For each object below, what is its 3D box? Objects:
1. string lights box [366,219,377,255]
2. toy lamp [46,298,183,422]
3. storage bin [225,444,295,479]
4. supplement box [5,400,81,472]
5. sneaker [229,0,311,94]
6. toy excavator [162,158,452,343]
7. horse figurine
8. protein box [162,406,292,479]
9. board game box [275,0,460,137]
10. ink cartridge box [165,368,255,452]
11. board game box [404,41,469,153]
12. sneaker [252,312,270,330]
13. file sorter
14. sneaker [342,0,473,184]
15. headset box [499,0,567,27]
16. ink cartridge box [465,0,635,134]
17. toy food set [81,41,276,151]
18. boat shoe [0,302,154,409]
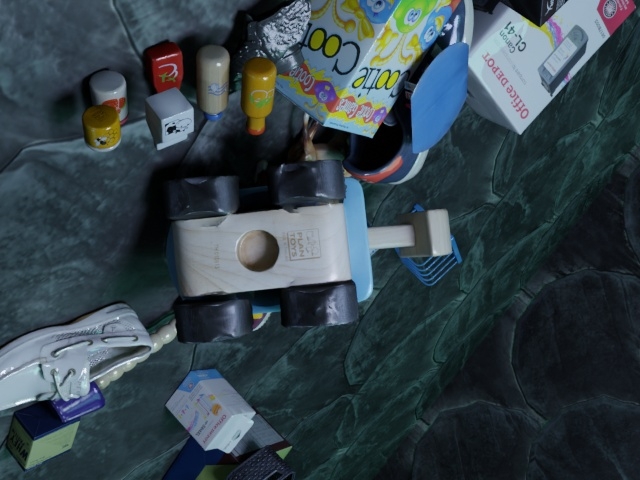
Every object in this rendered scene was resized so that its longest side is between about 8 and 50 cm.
[{"bbox_3d":[0.022,-0.007,1.550,0.133,0.077,0.259,-46,156,-4],"label":"string lights box"},{"bbox_3d":[-0.300,0.184,1.305,0.275,0.080,0.080,-36,153,-30],"label":"toy lamp"},{"bbox_3d":[-0.133,0.529,1.753,0.122,0.084,0.180,-31,149,-33],"label":"storage bin"},{"bbox_3d":[-0.426,0.295,1.280,0.083,0.056,0.083,-19,142,-48],"label":"supplement box"},{"bbox_3d":[-0.085,-0.246,1.044,0.170,0.051,0.089,-20,119,-3],"label":"sneaker"},{"bbox_3d":[0.000,0.000,1.284,0.433,0.222,0.445,-7,-179,2],"label":"toy excavator"},{"bbox_3d":[0.013,-0.152,1.335,0.263,0.066,0.174,-14,132,-47],"label":"horse figurine"},{"bbox_3d":[-0.209,0.501,1.851,0.199,0.136,0.201,-57,154,17],"label":"protein box"},{"bbox_3d":[0.063,-0.295,1.108,0.275,0.142,0.144,-57,154,18],"label":"board game box"},{"bbox_3d":[-0.204,0.328,1.591,0.092,0.143,0.090,-53,156,10],"label":"ink cartridge box"},{"bbox_3d":[0.158,-0.208,1.183,0.133,0.033,0.168,-45,151,-23],"label":"board game box"},{"bbox_3d":[-0.119,0.083,1.476,0.084,0.070,0.185,2,120,-49],"label":"sneaker"},{"bbox_3d":[0.237,0.017,1.896,0.104,0.118,0.170,-44,156,-3],"label":"file sorter"},{"bbox_3d":[0.118,-0.243,1.232,0.148,0.131,0.349,-13,121,-50],"label":"sneaker"},{"bbox_3d":[0.329,-0.481,1.181,0.293,0.218,0.110,-45,157,-8],"label":"headset box"},{"bbox_3d":[0.357,-0.370,1.415,0.306,0.131,0.226,-50,131,1],"label":"ink cartridge box"},{"bbox_3d":[-0.172,-0.152,0.971,0.232,0.111,0.104,-27,151,-25],"label":"toy food set"},{"bbox_3d":[-0.357,0.177,1.169,0.277,0.096,0.098,-26,149,-39],"label":"boat shoe"}]
